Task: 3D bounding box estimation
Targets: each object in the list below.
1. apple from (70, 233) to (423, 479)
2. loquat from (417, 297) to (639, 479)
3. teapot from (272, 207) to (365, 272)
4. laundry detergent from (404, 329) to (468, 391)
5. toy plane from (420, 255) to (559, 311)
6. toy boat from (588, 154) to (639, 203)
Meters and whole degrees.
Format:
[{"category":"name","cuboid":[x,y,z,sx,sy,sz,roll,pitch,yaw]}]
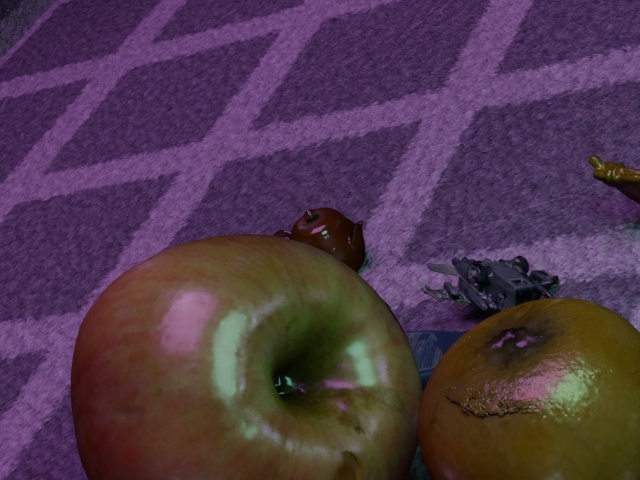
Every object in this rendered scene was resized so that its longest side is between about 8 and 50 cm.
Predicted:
[{"category":"apple","cuboid":[-0.094,0.184,1.827,0.346,0.391,0.391,-29,17,50]},{"category":"loquat","cuboid":[0.230,0.185,1.660,0.263,0.263,0.263,-21,28,12]},{"category":"teapot","cuboid":[0.000,0.000,2.350,0.173,0.116,0.116,-6,34,36]},{"category":"laundry detergent","cuboid":[0.159,0.149,2.001,0.206,0.061,0.097,-8,28,33]},{"category":"toy plane","cuboid":[0.244,0.072,2.025,0.192,0.088,0.262,-8,18,-29]},{"category":"toy boat","cuboid":[0.509,-0.100,2.060,0.317,0.099,0.141,-14,-7,7]}]
